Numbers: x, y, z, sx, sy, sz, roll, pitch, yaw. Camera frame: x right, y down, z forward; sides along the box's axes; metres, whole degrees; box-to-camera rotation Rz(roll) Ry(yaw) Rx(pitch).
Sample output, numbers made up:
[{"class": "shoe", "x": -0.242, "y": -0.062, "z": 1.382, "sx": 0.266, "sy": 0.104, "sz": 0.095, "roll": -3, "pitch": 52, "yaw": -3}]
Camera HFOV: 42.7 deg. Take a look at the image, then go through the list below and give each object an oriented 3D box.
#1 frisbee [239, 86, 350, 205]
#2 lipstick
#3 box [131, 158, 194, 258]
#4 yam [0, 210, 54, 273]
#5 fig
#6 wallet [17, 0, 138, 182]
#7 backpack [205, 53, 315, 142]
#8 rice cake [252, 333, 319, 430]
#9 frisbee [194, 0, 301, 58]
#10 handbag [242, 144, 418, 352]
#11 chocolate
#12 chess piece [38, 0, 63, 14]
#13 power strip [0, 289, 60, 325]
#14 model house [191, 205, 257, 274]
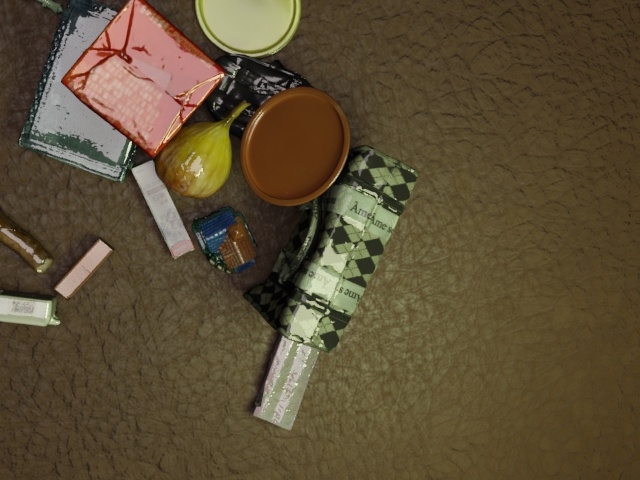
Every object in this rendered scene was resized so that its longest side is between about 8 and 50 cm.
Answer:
[{"class": "frisbee", "x": -0.053, "y": -0.190, "z": 1.656, "sx": 0.251, "sy": 0.021, "sz": 0.250, "roll": -5, "pitch": 77, "yaw": 23}, {"class": "lipstick", "x": -0.511, "y": 0.061, "z": 1.773, "sx": 0.045, "sy": 0.045, "sz": 0.145, "roll": 43, "pitch": 87, "yaw": -9}, {"class": "box", "x": -0.346, "y": -0.069, "z": 1.796, "sx": 0.055, "sy": 0.039, "sz": 0.218, "roll": -26, "pitch": 99, "yaw": -9}, {"class": "yam", "x": -0.666, "y": -0.022, "z": 1.732, "sx": 0.241, "sy": 0.057, "sz": 0.057, "roll": 44, "pitch": 86, "yaw": -11}, {"class": "fig", "x": -0.235, "y": -0.200, "z": 1.723, "sx": 0.159, "sy": 0.159, "sz": 0.257, "roll": 42, "pitch": 108, "yaw": -11}, {"class": "wallet", "x": -0.467, "y": -0.318, "z": 1.728, "sx": 0.237, "sy": 0.075, "sz": 0.342, "roll": 19, "pitch": 94, "yaw": -8}, {"class": "backpack", "x": -0.138, "y": -0.303, "z": 1.780, "sx": 0.258, "sy": 0.133, "sz": 0.206, "roll": 25, "pitch": 87, "yaw": -5}, {"class": "rice cake", "x": -0.065, "y": 0.282, "z": 1.875, "sx": 0.106, "sy": 0.050, "sz": 0.298, "roll": 21, "pitch": 91, "yaw": -11}, {"class": "frisbee", "x": -0.159, "y": -0.519, "z": 1.805, "sx": 0.236, "sy": 0.017, "sz": 0.236, "roll": -1, "pitch": 95, "yaw": -10}, {"class": "handbag", "x": 0.000, "y": 0.000, "z": 1.734, "sx": 0.180, "sy": 0.317, "sz": 0.416, "roll": 27, "pitch": 86, "yaw": -25}, {"class": "chocolate", "x": -0.355, "y": -0.329, "z": 1.659, "sx": 0.237, "sy": 0.108, "sz": 0.235, "roll": 39, "pitch": 91, "yaw": -12}, {"class": "chess piece", "x": -0.584, "y": -0.505, "z": 1.715, "sx": 0.093, "sy": 0.042, "sz": 0.042, "roll": 30, "pitch": 89, "yaw": -17}, {"class": "power strip", "x": -0.716, "y": 0.129, "z": 1.712, "sx": 0.338, "sy": 0.098, "sz": 0.058, "roll": 8, "pitch": 93, "yaw": -12}, {"class": "model house", "x": -0.202, "y": 0.003, "z": 1.775, "sx": 0.119, "sy": 0.149, "sz": 0.148, "roll": -24, "pitch": 97, "yaw": -7}]
